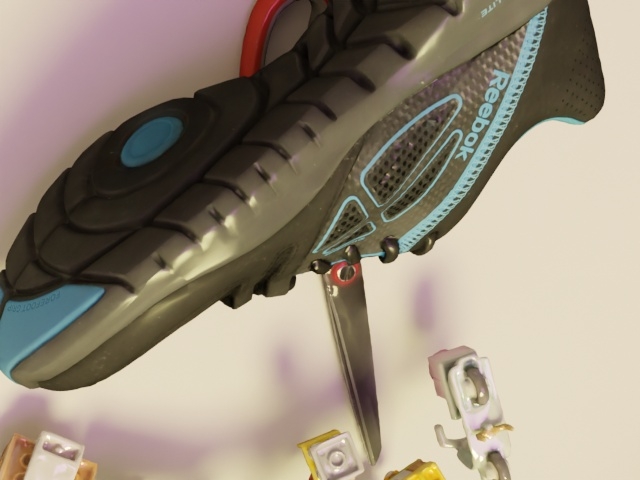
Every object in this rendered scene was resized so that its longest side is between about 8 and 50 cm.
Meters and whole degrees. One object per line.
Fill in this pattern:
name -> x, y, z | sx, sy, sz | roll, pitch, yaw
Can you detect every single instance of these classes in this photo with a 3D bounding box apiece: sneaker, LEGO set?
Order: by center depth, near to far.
sneaker -> 0.000, -0.024, 0.815 | 0.341, 0.125, 0.139 | -37, 126, -6
LEGO set -> -0.036, 0.145, 0.930 | 0.287, 0.107, 0.132 | -10, 90, -15

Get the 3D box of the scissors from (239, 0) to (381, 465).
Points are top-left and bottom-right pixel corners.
scissors -> 0.000, 0.000, 0.918 | 0.109, 0.021, 0.297 | -8, 118, -27
